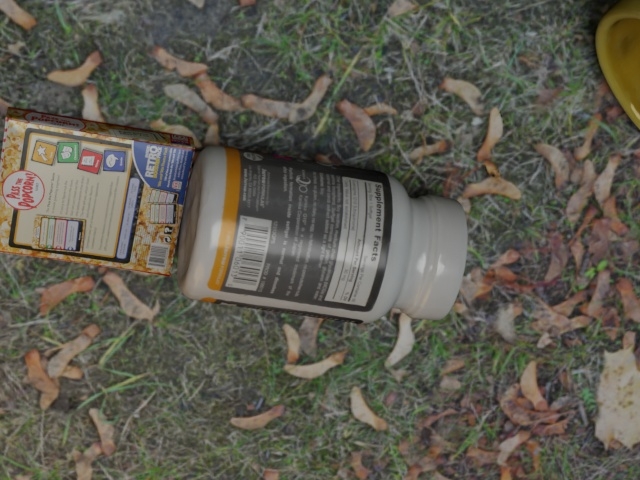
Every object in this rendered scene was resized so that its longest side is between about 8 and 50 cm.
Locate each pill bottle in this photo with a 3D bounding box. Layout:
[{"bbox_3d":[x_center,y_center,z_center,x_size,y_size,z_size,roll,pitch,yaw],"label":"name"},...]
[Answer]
[{"bbox_3d":[0.000,0.000,1.421,0.278,0.162,0.162,9,108,-13],"label":"pill bottle"}]

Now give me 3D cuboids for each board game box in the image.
[{"bbox_3d":[-0.239,-0.049,1.423,0.193,0.045,0.146,9,108,-13],"label":"board game box"}]

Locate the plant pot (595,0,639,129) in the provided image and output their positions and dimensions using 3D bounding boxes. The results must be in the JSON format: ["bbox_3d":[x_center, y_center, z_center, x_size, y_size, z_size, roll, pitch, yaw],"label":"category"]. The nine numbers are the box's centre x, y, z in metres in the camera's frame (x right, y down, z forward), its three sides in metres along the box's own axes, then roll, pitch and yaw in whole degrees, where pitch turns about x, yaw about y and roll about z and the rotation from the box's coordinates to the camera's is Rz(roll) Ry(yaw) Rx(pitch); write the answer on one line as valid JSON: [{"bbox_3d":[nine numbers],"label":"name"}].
[{"bbox_3d":[0.452,-0.206,1.388,0.239,0.254,0.254,-42,112,-9],"label":"plant pot"}]
